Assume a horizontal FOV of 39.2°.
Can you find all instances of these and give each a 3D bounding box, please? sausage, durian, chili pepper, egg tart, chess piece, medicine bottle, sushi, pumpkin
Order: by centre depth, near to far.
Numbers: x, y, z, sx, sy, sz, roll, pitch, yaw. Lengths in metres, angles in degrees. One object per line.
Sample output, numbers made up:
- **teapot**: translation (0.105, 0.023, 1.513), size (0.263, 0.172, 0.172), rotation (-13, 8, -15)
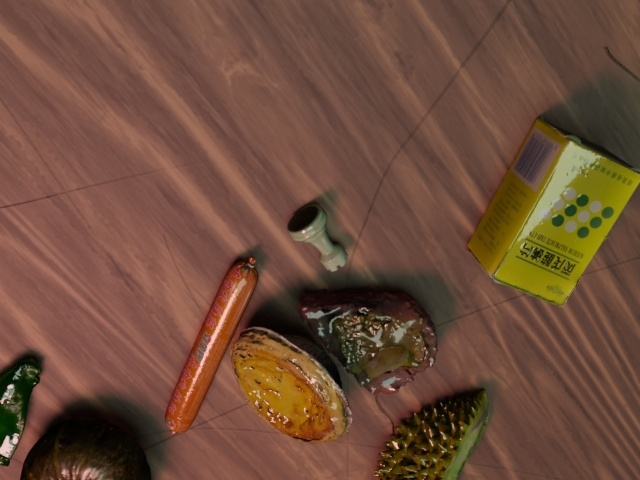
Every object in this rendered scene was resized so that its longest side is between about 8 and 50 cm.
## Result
- **medicine bottle**: translation (0.352, -0.044, 1.389), size (0.137, 0.141, 0.250), rotation (21, 108, -18)
- **chess piece**: translation (0.000, 0.000, 1.407), size (0.067, 0.067, 0.103), rotation (-33, 121, 7)
- **egg tart**: translation (-0.040, 0.224, 1.438), size (0.094, 0.234, 0.234), rotation (-43, 118, -36)
- **sushi**: translation (0.088, 0.140, 1.450), size (0.161, 0.107, 0.241), rotation (-38, 111, 5)
- **sausage**: translation (-0.180, 0.175, 1.457), size (0.053, 0.053, 0.348), rotation (21, 108, -14)
- **chili pepper**: translation (-0.517, 0.282, 1.459), size (0.108, 0.062, 0.216), rotation (32, 104, -24)
- **pumpkin**: translation (-0.381, 0.399, 1.469), size (0.223, 0.157, 0.224), rotation (2, 105, 8)
- **durian**: translation (0.185, 0.428, 1.552), size (0.169, 0.157, 0.356), rotation (11, 111, -29)
